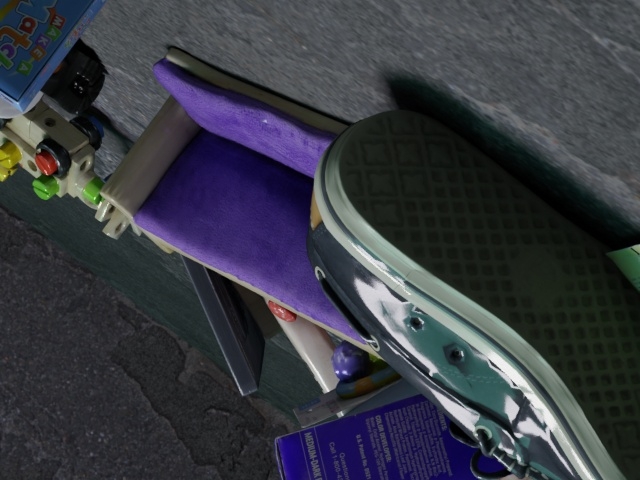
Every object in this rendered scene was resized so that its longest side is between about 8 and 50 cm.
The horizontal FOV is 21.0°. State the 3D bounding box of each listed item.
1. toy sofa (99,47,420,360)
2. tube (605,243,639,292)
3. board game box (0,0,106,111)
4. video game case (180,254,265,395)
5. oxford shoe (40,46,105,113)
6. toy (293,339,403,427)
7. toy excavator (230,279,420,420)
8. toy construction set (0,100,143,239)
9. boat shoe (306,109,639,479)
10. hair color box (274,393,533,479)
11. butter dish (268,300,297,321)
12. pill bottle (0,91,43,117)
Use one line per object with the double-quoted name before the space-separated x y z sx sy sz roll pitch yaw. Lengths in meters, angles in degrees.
"toy sofa" -0.038 -0.030 1.581 0.363 0.150 0.177 26 167 38
"tube" 0.318 0.082 1.278 0.240 0.062 0.070 41 125 -5
"board game box" -0.290 -0.231 1.448 0.211 0.160 0.039 34 170 5
"video game case" -0.118 0.068 2.100 0.274 0.026 0.196 -85 -27 -81
"oxford shoe" -0.309 -0.209 1.802 0.096 0.083 0.227 36 169 20
"toy" 0.076 0.095 1.617 0.137 0.237 0.056 -171 57 -86
"toy excavator" 0.055 0.213 1.961 0.445 0.222 0.433 61 176 -14
"toy construction set" -0.355 -0.105 2.181 0.328 0.151 0.215 25 143 9
"boat shoe" 0.185 0.103 1.354 0.500 0.187 0.156 41 148 2
"hair color box" 0.149 0.205 1.591 0.185 0.339 0.110 56 -164 -62
"butter dish" -0.012 0.034 1.851 0.160 0.118 0.160 33 168 4
"pill bottle" -0.412 -0.217 1.956 0.221 0.121 0.121 25 165 40
